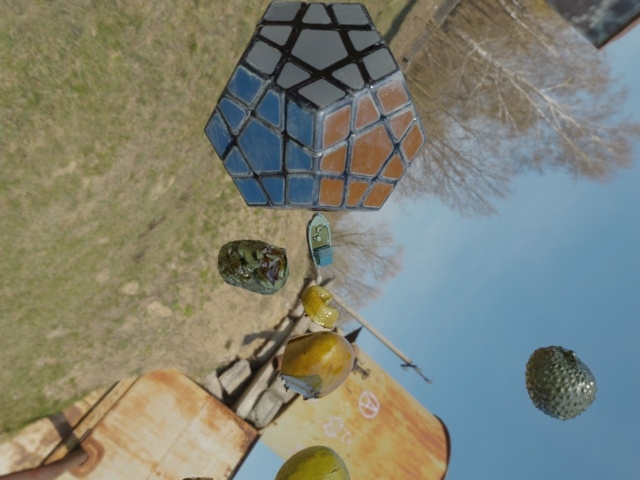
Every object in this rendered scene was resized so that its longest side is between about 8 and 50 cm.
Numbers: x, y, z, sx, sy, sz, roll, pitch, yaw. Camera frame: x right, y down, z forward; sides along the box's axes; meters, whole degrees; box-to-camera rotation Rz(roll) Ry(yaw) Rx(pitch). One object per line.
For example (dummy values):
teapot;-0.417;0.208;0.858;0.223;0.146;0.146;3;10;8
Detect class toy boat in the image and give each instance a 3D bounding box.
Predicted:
toy boat;0.000;0.000;1.172;0.069;0.173;0.058;-17;-158;-24

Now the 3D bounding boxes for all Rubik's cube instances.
Rubik's cube;-0.006;-0.176;0.608;0.264;0.319;0.319;-42;175;-46

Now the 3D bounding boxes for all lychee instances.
lychee;0.903;0.536;1.577;0.255;0.255;0.275;-57;164;-65

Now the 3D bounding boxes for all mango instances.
mango;-0.010;0.259;0.883;0.252;0.153;0.126;114;-16;-55

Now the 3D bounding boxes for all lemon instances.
lemon;-0.027;0.845;1.413;0.260;0.283;0.261;179;-90;-66

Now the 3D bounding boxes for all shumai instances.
shumai;-0.190;0.071;1.350;0.218;0.255;0.189;-19;-119;49

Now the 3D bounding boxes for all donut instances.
donut;-0.004;0.234;1.540;0.078;0.146;0.181;-49;-156;23

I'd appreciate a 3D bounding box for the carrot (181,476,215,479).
carrot;-0.337;0.837;1.187;0.307;0.100;0.259;36;-69;49
